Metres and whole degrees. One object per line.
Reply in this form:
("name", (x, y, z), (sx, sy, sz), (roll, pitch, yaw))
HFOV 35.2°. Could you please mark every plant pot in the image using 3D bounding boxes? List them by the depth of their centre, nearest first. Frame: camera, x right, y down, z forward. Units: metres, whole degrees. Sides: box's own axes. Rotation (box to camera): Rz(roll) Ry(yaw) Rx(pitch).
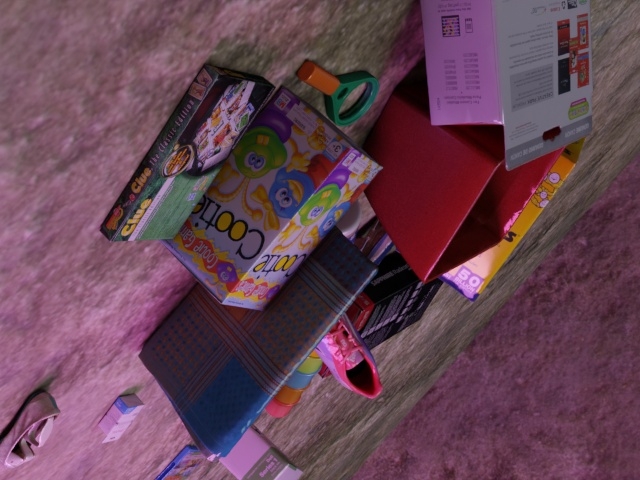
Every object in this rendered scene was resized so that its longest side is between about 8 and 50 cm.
("plant pot", (0.218, -0.130, 1.702), (0.267, 0.236, 0.267), (-23, 148, -47))

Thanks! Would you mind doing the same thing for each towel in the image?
("towel", (-0.099, 0.114, 1.510), (0.370, 0.271, 0.040), (-49, 135, 5))

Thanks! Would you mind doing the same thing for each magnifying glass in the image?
("magnifying glass", (0.024, -0.219, 1.464), (0.092, 0.026, 0.231), (-50, 161, 11))

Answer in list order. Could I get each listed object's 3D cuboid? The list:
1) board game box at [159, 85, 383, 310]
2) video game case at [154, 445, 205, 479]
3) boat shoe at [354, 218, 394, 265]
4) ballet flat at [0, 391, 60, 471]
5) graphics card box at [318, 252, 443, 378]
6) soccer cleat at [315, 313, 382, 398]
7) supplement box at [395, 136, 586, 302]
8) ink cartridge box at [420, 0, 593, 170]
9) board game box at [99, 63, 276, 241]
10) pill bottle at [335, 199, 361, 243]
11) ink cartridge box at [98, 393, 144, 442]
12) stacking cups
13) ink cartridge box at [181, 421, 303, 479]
("board game box", (-0.067, -0.053, 1.418), (0.275, 0.142, 0.144), (-50, 159, 8))
("video game case", (-0.315, 0.505, 2.157), (0.166, 0.015, 0.119), (-47, 159, 1))
("boat shoe", (0.084, 0.025, 1.971), (0.183, 0.066, 0.066), (-47, 163, -16))
("ballet flat", (-0.433, 0.293, 1.474), (0.168, 0.052, 0.057), (-55, 158, 22))
("graphics card box", (0.135, 0.140, 2.250), (0.371, 0.094, 0.233), (-24, 150, -44))
("soccer cleat", (0.027, 0.183, 1.932), (0.108, 0.116, 0.318), (-39, 129, -8))
("supplement box", (0.335, -0.093, 1.997), (0.356, 0.194, 0.195), (-59, 175, 28))
("ink cartridge box", (0.298, -0.270, 1.562), (0.309, 0.130, 0.272), (-22, 111, -47))
("board game box", (-0.168, -0.105, 1.287), (0.260, 0.030, 0.136), (-53, 161, 18))
("pill bottle", (0.000, 0.000, 1.693), (0.112, 0.112, 0.187), (-35, 157, -29))
("ink cartridge box", (-0.341, 0.300, 1.703), (0.083, 0.028, 0.048), (-52, 159, 14))
("stacking cups", (-0.051, 0.272, 2.143), (0.096, 0.096, 0.316), (-26, 154, -44))
("ink cartridge box", (-0.154, 0.413, 2.012), (0.092, 0.219, 0.160), (-47, 161, -8))
